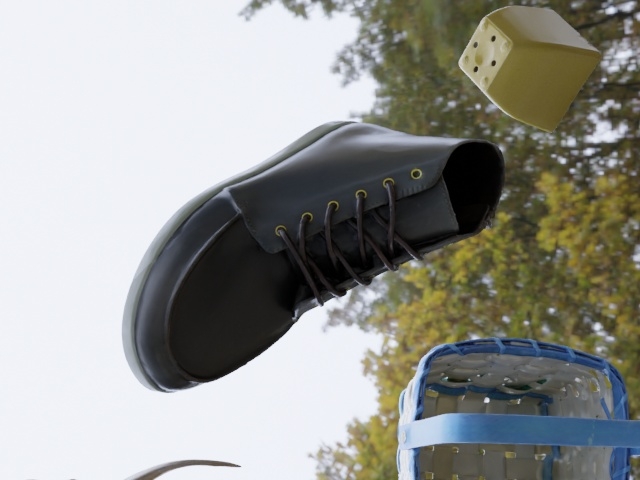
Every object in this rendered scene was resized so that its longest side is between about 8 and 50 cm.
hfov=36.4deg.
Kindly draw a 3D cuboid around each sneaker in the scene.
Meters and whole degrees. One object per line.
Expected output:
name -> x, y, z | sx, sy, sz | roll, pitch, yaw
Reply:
sneaker -> 0.000, 0.000, 0.515 | 0.222, 0.118, 0.083 | -46, -56, -34

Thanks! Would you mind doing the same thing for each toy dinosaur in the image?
toy dinosaur -> -0.174, 0.211, 0.776 | 0.112, 0.064, 0.211 | 9, -45, -46

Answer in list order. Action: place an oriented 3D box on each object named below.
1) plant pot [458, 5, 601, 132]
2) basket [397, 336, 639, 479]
plant pot -> 0.168, -0.151, 0.831 | 0.083, 0.081, 0.081 | 5, -53, -34
basket -> 0.195, 0.195, 0.951 | 0.254, 0.289, 0.201 | 7, -102, -14
